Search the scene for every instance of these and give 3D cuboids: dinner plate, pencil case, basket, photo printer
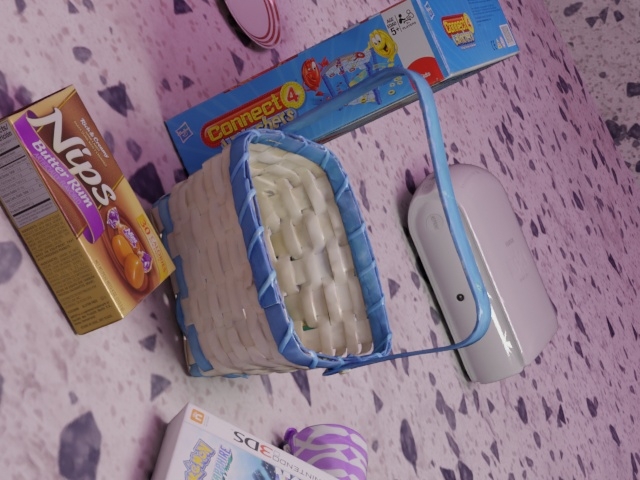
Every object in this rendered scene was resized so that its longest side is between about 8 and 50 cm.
[{"bbox_3d":[-0.093,-0.302,1.463,0.141,0.017,0.141,45,33,-40],"label":"dinner plate"},{"bbox_3d":[-0.003,0.267,1.111,0.088,0.086,0.206,20,40,-12],"label":"pencil case"},{"bbox_3d":[0.000,0.000,1.081,0.201,0.289,0.255,2,72,-54],"label":"basket"},{"bbox_3d":[0.241,0.034,1.745,0.256,0.107,0.307,-24,92,-65],"label":"photo printer"}]

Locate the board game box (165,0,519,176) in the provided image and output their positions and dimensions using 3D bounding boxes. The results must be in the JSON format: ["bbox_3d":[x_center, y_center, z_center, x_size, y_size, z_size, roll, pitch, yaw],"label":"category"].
[{"bbox_3d":[0.035,-0.170,1.277,0.086,0.302,0.308,66,25,-3],"label":"board game box"}]

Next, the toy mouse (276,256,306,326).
[{"bbox_3d":[-0.024,0.036,1.300,0.161,0.031,0.143,-1,72,-53],"label":"toy mouse"}]

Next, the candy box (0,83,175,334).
[{"bbox_3d":[-0.205,-0.028,0.982,0.186,0.053,0.109,64,26,-12],"label":"candy box"}]

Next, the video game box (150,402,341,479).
[{"bbox_3d":[-0.060,0.256,0.964,0.187,0.048,0.205,28,38,-14],"label":"video game box"}]
